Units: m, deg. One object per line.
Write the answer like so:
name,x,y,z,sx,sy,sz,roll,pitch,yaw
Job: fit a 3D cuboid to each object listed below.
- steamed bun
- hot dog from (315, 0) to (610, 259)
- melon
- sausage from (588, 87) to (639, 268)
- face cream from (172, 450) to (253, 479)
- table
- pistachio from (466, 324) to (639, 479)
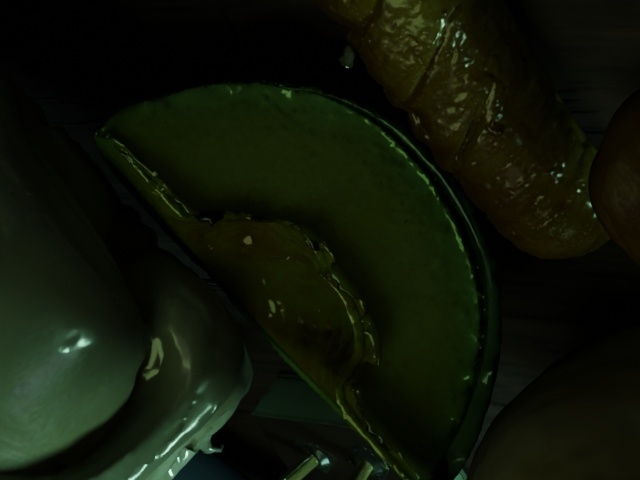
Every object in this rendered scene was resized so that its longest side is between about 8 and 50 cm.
steamed bun,-0.227,0.057,1.029,0.342,0.255,0.368,43,164,-4
hot dog,0.059,-0.097,0.818,0.088,0.061,0.286,-22,121,39
melon,0.000,0.000,0.951,0.265,0.129,0.169,47,172,-9
sausage,0.242,0.024,0.774,0.270,0.109,0.109,34,148,4
face cream,-0.206,0.126,1.325,0.385,0.086,0.135,32,145,12
table,0.042,0.216,1.194,0.122,0.111,0.240,2,136,41
pistachio,0.175,0.160,0.854,0.238,0.321,0.229,-41,102,12
